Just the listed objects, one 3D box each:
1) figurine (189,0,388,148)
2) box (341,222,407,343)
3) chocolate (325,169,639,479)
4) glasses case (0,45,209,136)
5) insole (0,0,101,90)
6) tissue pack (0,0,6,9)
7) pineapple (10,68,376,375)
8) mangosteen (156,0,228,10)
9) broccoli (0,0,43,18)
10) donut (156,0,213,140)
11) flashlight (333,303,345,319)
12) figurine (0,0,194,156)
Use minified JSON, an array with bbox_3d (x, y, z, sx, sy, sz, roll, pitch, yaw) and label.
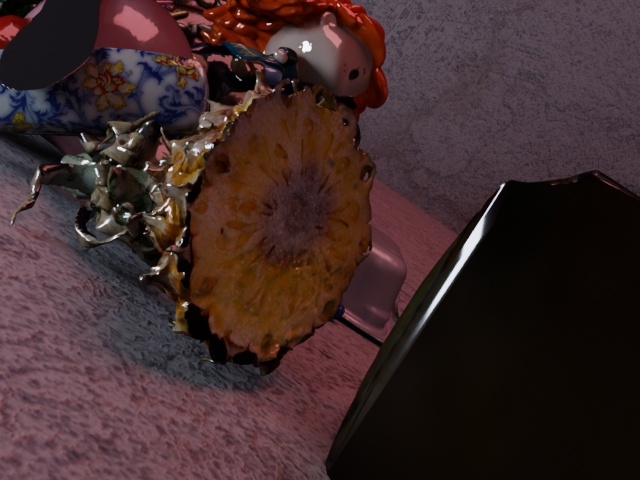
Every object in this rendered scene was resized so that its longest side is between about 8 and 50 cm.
[{"bbox_3d":[-0.053,-0.232,1.211,0.306,0.241,0.412,12,34,2],"label":"figurine"},{"bbox_3d":[0.000,0.000,1.190,0.336,0.106,0.264,34,10,-8],"label":"box"},{"bbox_3d":[0.179,0.129,0.682,0.326,0.314,0.297,29,2,-8],"label":"chocolate"},{"bbox_3d":[-0.238,-0.149,0.843,0.247,0.087,0.065,1,-3,-7],"label":"glasses case"},{"bbox_3d":[-0.262,-0.222,0.849,0.086,0.005,0.253,3,43,0],"label":"insole"},{"bbox_3d":[-0.447,-0.268,0.988,0.085,0.111,0.079,22,15,-49],"label":"tissue pack"},{"bbox_3d":[-0.129,-0.031,0.768,0.271,0.263,0.262,14,-4,37],"label":"pineapple"},{"bbox_3d":[-0.277,-0.377,1.684,0.306,0.359,0.306,17,49,-21],"label":"mangosteen"},{"bbox_3d":[-0.536,-0.481,1.288,0.307,0.275,0.308,27,-16,8],"label":"broccoli"},{"bbox_3d":[-0.212,-0.278,1.413,0.345,0.136,0.259,39,54,-3],"label":"donut"},{"bbox_3d":[-0.020,0.062,1.044,0.121,0.057,0.035,36,-29,-27],"label":"flashlight"},{"bbox_3d":[-0.267,-0.203,0.978,0.261,0.211,0.270,33,11,-8],"label":"figurine"}]
